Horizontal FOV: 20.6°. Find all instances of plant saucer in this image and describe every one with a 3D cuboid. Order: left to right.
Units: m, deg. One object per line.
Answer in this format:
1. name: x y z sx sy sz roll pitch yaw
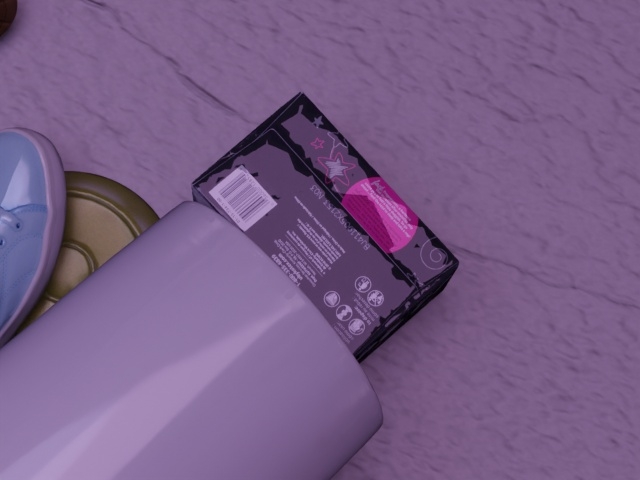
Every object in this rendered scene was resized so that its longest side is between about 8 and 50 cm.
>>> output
1. plant saucer: -0.273 0.037 1.877 0.241 0.037 0.241 1 77 -4

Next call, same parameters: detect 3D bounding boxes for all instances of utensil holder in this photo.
1. utensil holder: -0.177 0.197 1.705 0.385 0.327 0.327 -41 82 -15

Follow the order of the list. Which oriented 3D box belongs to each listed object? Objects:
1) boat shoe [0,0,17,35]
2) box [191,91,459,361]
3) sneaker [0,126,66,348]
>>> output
1. boat shoe: -0.498 -0.211 1.892 0.342 0.123 0.123 -34 58 -7
2. box: 0.000 0.000 1.851 0.163 0.142 0.247 -41 81 -10
3. sneaker: -0.373 0.049 1.774 0.135 0.150 0.366 20 86 16
